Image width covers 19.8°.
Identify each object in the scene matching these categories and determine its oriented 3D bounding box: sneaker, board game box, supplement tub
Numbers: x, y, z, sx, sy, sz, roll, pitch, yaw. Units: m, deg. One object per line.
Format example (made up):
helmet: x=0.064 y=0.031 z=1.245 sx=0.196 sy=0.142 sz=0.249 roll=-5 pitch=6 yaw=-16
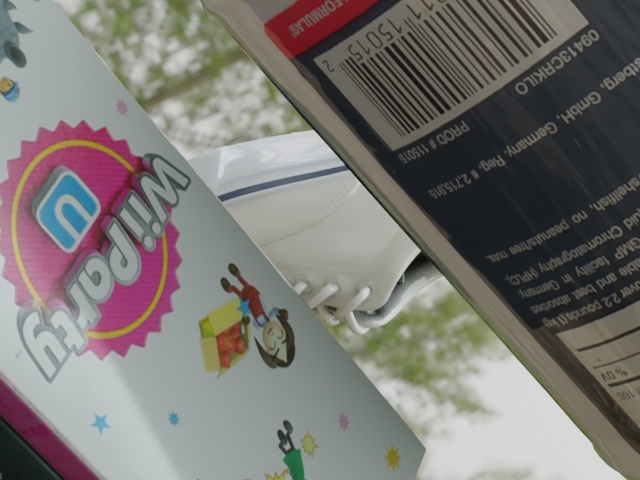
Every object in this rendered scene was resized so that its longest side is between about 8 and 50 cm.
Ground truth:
sneaker: x=0.000 y=0.000 z=0.893 sx=0.094 sy=0.258 sz=0.091 roll=65 pitch=9 yaw=-70
board game box: x=-0.149 y=0.013 z=0.515 sx=0.224 sy=0.097 sz=0.303 roll=-17 pitch=-56 yaw=39
supplement tub: x=0.112 y=-0.046 z=0.525 sx=0.272 sy=0.191 sz=0.191 roll=48 pitch=-12 yaw=-12
